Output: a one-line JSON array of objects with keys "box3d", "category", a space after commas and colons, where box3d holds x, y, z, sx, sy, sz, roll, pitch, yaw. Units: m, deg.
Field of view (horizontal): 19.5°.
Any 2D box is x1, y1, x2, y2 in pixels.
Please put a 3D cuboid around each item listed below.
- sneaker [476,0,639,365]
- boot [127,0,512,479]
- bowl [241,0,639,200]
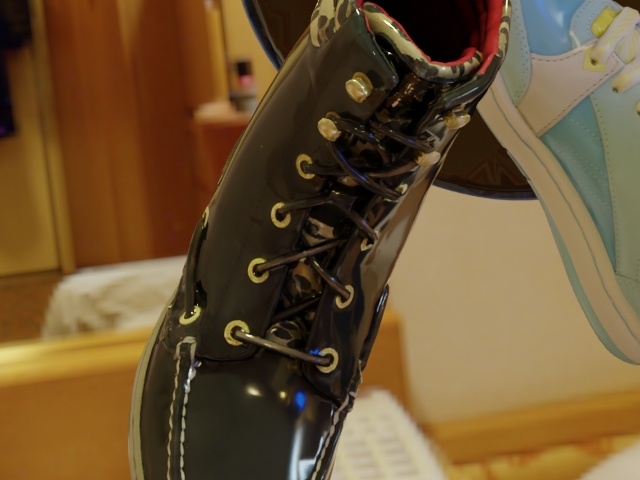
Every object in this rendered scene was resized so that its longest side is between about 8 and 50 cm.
[{"box3d": [0.212, -0.080, 1.062, 0.208, 0.319, 0.127, -11, 28, 42], "category": "sneaker"}, {"box3d": [-0.001, -0.001, 0.702, 0.085, 0.236, 0.178, 20, -36, -9], "category": "boot"}, {"box3d": [0.112, -0.190, 1.407, 0.391, 0.391, 0.077, 0, 40, 32], "category": "bowl"}]
